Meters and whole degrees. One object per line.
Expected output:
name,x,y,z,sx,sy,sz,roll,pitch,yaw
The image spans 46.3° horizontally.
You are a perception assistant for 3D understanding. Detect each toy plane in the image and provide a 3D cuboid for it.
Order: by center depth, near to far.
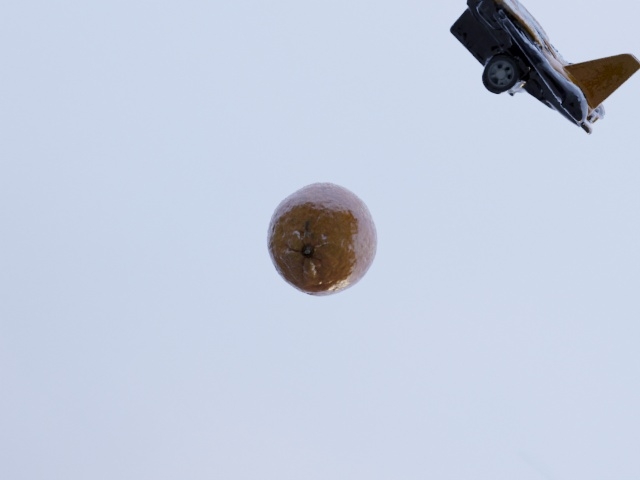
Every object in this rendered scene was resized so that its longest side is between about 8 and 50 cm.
toy plane,0.164,-0.229,0.744,0.316,0.204,0.103,42,-64,9

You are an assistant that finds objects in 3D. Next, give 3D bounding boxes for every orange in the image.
orange,0.001,-0.002,0.882,0.135,0.117,0.136,0,-93,3
